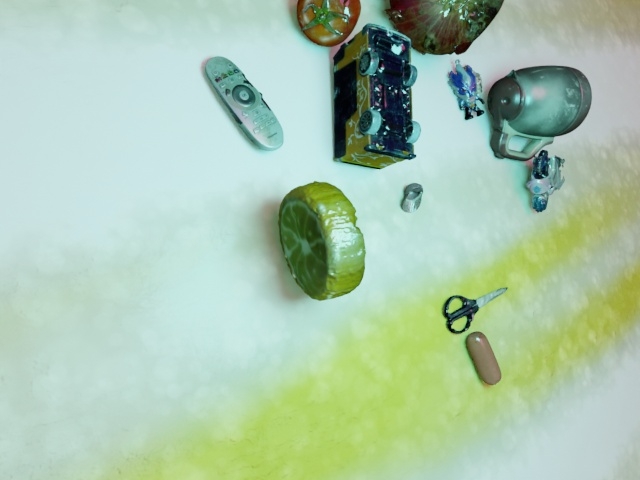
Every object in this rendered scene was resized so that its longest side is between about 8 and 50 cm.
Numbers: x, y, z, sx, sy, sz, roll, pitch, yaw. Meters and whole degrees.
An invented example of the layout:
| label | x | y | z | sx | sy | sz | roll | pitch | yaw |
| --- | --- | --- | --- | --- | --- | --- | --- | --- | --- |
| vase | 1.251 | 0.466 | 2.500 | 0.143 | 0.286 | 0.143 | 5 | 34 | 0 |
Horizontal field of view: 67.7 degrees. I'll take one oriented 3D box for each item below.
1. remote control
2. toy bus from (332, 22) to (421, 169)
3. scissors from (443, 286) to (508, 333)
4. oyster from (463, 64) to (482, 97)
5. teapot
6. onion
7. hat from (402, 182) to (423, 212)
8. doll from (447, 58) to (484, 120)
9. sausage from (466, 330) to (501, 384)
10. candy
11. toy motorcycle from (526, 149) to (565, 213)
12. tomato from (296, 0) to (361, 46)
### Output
| label | x | y | z | sx | sy | sz | roll | pitch | yaw |
| --- | --- | --- | --- | --- | --- | --- | --- | --- | --- |
| remote control | -0.176 | -0.318 | 1.115 | 0.097 | 0.045 | 0.256 | -37 | 96 | -33 |
| toy bus | 0.135 | -0.356 | 1.226 | 0.162 | 0.194 | 0.323 | 4 | 80 | -30 |
| scissors | 0.470 | 0.186 | 1.411 | 0.300 | 0.022 | 0.109 | -16 | 92 | -33 |
| oyster | 0.505 | -0.530 | 1.582 | 0.100 | 0.037 | 0.098 | 34 | 63 | -21 |
| teapot | 0.689 | -0.421 | 1.588 | 0.312 | 0.233 | 0.314 | -7 | 111 | -26 |
| onion | 0.354 | -0.716 | 1.376 | 0.354 | 0.354 | 0.353 | 7 | 75 | -30 |
| hat | 0.252 | -0.123 | 1.341 | 0.058 | 0.042 | 0.087 | 14 | 106 | -29 |
| doll | 0.468 | -0.489 | 1.536 | 0.096 | 0.070 | 0.195 | -19 | 93 | -2 |
| sausage | 0.463 | 0.333 | 1.349 | 0.062 | 0.062 | 0.154 | -25 | 93 | -33 |
| candy | 0.000 | 0.000 | 1.026 | 0.118 | 0.260 | 0.259 | -14 | 87 | -28 |
| toy motorcycle | 0.756 | -0.191 | 1.623 | 0.239 | 0.108 | 0.204 | 6 | 94 | -39 |
| tomato | 0.020 | -0.593 | 1.239 | 0.167 | 0.167 | 0.167 | 7 | 75 | -30 |
